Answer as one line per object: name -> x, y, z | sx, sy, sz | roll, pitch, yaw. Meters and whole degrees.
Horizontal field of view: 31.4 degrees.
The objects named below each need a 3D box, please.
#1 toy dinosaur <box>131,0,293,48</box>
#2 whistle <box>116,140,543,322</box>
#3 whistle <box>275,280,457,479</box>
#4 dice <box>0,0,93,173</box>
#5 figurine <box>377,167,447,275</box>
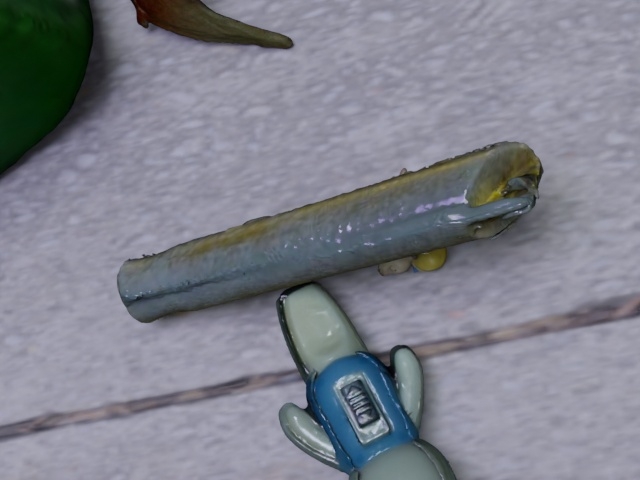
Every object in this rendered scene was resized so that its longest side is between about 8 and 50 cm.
toy dinosaur -> -0.131, -0.301, 0.926 | 0.113, 0.206, 0.327 | -21, 60, -32
whistle -> 0.001, 0.001, 0.810 | 0.327, 0.057, 0.068 | -15, 28, 25
whistle -> 0.034, 0.132, 0.802 | 0.114, 0.077, 0.235 | -28, 64, -3
dice -> -0.381, -0.193, 0.877 | 0.297, 0.287, 0.300 | -33, 74, 13
figurine -> 0.074, -0.010, 0.841 | 0.051, 0.047, 0.083 | 12, 84, 8
